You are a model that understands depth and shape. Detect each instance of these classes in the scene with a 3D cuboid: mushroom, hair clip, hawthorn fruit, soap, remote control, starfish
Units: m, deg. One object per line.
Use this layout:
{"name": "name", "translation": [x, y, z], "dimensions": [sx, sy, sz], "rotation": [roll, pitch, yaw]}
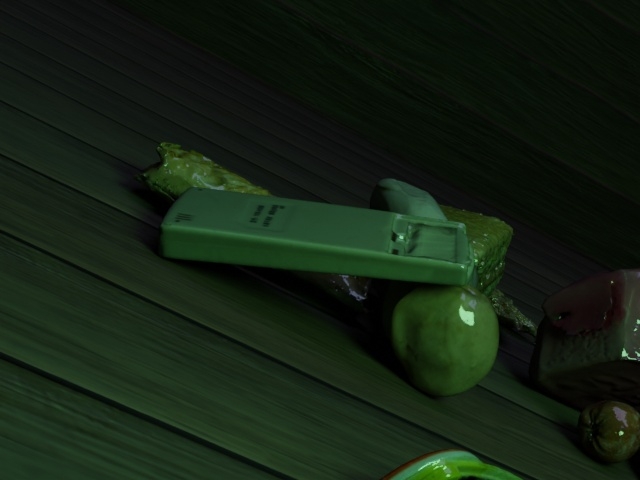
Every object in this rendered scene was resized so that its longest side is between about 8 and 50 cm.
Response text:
{"name": "mushroom", "translation": [0.102, 0.044, 1.078], "dimensions": [0.159, 0.122, 0.329], "rotation": [48, 10, -12]}
{"name": "hair clip", "translation": [0.105, 0.174, 0.712], "dimensions": [0.188, 0.060, 0.033], "rotation": [26, 28, -40]}
{"name": "hawthorn fruit", "translation": [0.314, 0.196, 1.079], "dimensions": [0.103, 0.067, 0.067], "rotation": [3, 24, -31]}
{"name": "soap", "translation": [0.403, 0.139, 1.202], "dimensions": [0.324, 0.127, 0.220], "rotation": [27, -34, -26]}
{"name": "remote control", "translation": [0.000, 0.000, 0.963], "dimensions": [0.285, 0.038, 0.123], "rotation": [7, 21, 3]}
{"name": "starfish", "translation": [0.216, 0.066, 1.474], "dimensions": [0.231, 0.048, 0.295], "rotation": [31, 10, 6]}

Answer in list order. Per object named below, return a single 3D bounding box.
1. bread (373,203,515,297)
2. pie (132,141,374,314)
{"name": "bread", "translation": [0.158, 0.019, 1.321], "dimensions": [0.138, 0.102, 0.196], "rotation": [24, 21, 16]}
{"name": "pie", "translation": [-0.058, -0.012, 1.096], "dimensions": [0.282, 0.068, 0.128], "rotation": [34, 12, 0]}
